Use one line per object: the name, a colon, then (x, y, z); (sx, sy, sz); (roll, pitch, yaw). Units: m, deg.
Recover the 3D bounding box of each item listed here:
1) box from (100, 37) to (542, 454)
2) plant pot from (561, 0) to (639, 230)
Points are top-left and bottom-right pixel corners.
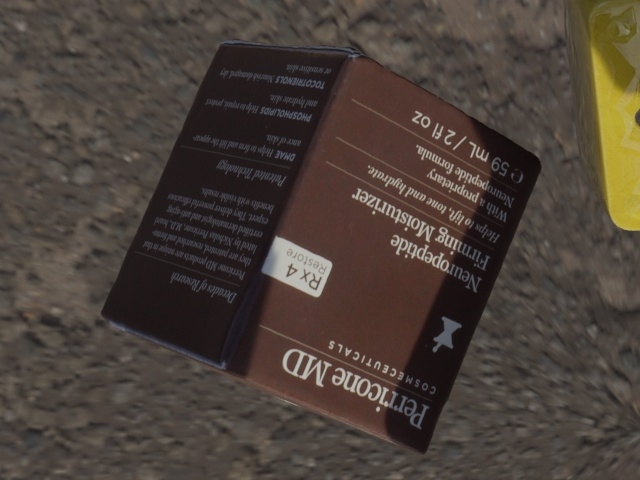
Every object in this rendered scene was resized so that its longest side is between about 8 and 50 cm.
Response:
box: (0.000, 0.000, 1.093); (0.167, 0.168, 0.203); (14, 80, 56)
plant pot: (0.237, -0.116, 0.988); (0.212, 0.187, 0.212); (-3, 122, 14)
